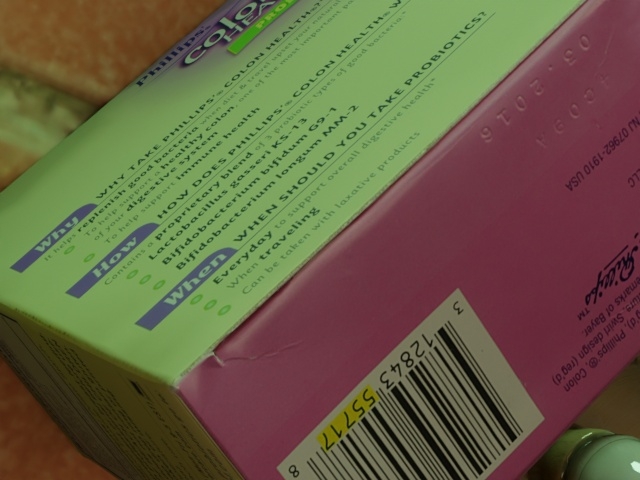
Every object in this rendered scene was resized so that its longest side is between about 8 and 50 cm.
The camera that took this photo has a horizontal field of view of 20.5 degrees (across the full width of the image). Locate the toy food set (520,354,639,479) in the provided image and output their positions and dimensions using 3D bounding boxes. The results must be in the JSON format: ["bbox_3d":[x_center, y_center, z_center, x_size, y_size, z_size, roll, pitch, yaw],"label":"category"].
[{"bbox_3d":[0.055,0.159,0.811,0.219,0.092,0.306,37,79,-30],"label":"toy food set"}]

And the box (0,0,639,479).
[{"bbox_3d":[0.000,0.000,0.664,0.213,0.243,0.117,-43,117,-18],"label":"box"}]
